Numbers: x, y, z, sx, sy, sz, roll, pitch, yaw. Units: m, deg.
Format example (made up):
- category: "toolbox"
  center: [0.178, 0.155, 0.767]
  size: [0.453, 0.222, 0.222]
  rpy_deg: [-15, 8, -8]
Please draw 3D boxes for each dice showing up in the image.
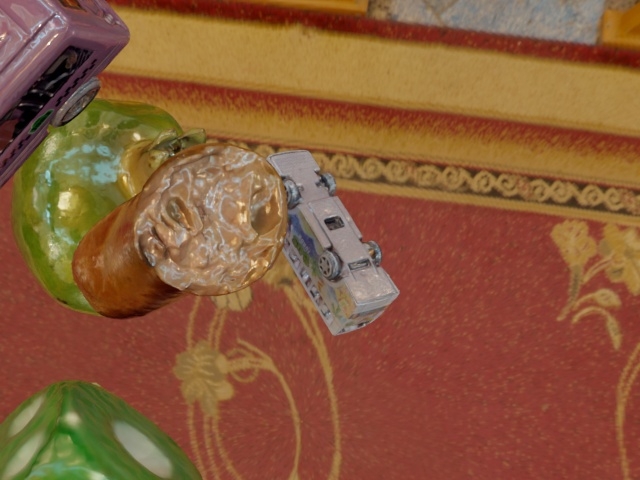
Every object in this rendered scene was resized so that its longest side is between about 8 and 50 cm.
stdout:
- category: "dice"
  center: [-0.344, 0.393, 1.233]
  size: [0.300, 0.297, 0.287]
  rpy_deg: [-45, 113, 1]

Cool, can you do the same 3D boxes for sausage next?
- category: "sausage"
  center: [-0.087, -0.002, 0.535]
  size: [0.103, 0.302, 0.076]
  rpy_deg: [-30, 94, -21]

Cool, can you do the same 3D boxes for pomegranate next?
- category: "pomegranate"
  center: [-0.288, -0.059, 1.194]
  size: [0.216, 0.358, 0.310]
  rpy_deg: [5, 72, -36]

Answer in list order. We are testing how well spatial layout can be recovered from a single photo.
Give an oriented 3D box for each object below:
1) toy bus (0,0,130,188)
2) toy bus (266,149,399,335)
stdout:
- category: "toy bus"
  center: [-0.170, -0.049, 0.361]
  size: [0.087, 0.098, 0.178]
  rpy_deg: [44, 100, -7]
- category: "toy bus"
  center: [0.000, 0.000, 1.547]
  size: [0.109, 0.136, 0.330]
  rpy_deg: [-13, 60, -35]
